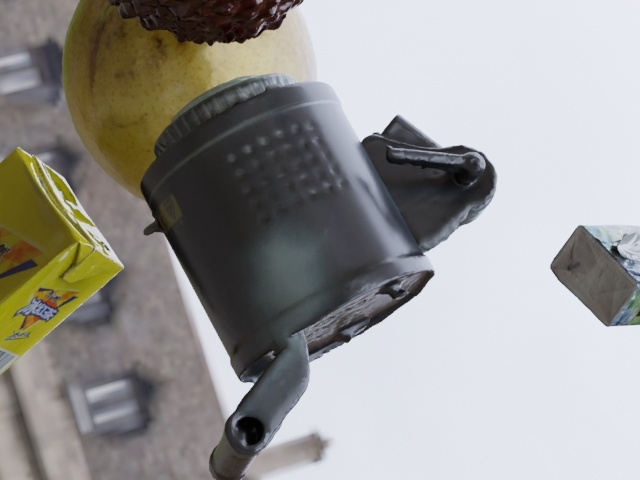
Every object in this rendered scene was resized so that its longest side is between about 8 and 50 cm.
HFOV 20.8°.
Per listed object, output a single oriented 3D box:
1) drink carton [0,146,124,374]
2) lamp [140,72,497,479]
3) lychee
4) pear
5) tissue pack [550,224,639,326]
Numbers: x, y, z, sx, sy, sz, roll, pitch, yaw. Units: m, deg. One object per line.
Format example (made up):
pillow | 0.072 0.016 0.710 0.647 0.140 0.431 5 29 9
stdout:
drink carton | -0.402 0.074 1.916 0.154 0.351 0.111 53 8 28
lamp | -0.044 -0.009 1.582 0.272 0.374 0.205 43 -19 7
lychee | -0.103 -0.321 1.680 0.264 0.300 0.264 -5 90 -67
pear | -0.153 -0.191 2.015 0.314 0.314 0.314 164 -90 -72
tissue pack | 0.272 0.021 1.499 0.085 0.111 0.079 49 -59 33
